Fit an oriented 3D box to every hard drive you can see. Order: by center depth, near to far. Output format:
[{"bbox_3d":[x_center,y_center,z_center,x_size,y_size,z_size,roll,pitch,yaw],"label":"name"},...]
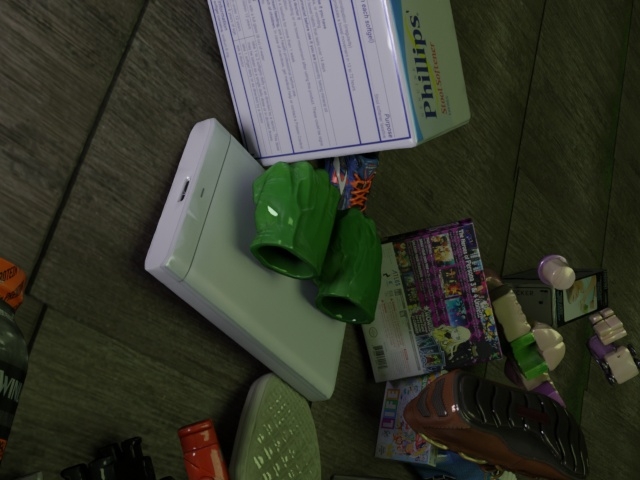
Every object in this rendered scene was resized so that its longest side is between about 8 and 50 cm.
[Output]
[{"bbox_3d":[-0.075,0.035,1.173,0.353,0.047,0.233,46,43,-40],"label":"hard drive"}]

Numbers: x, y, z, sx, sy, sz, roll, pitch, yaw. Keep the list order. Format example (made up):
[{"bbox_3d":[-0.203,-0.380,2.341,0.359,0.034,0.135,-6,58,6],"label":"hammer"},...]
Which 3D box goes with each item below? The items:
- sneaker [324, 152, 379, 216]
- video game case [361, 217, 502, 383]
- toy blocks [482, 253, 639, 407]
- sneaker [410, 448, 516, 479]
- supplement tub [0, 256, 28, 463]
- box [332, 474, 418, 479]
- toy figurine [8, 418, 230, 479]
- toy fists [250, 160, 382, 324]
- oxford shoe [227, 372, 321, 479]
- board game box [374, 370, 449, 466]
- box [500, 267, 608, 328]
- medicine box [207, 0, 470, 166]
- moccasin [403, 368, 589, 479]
[{"bbox_3d":[0.047,-0.101,1.332,0.083,0.087,0.221,-10,95,-51],"label":"sneaker"},{"bbox_3d":[0.162,0.098,1.374,0.042,0.210,0.232,-69,144,-73],"label":"video game case"},{"bbox_3d":[0.345,0.152,1.568,0.289,0.309,0.260,61,2,-18],"label":"toy blocks"},{"bbox_3d":[0.245,0.433,1.510,0.330,0.129,0.147,42,53,-42],"label":"sneaker"},{"bbox_3d":[-0.363,0.168,0.694,0.207,0.207,0.338,30,65,-47],"label":"supplement tub"},{"bbox_3d":[0.112,0.451,1.295,0.119,0.181,0.182,20,72,-49],"label":"box"},{"bbox_3d":[-0.200,0.286,0.886,0.209,0.213,0.148,-9,80,-53],"label":"toy figurine"},{"bbox_3d":[0.000,0.000,1.174,0.279,0.096,0.142,42,54,-45],"label":"toy fists"},{"bbox_3d":[-0.089,0.378,1.102,0.169,0.130,0.449,37,45,-40],"label":"oxford shoe"},{"bbox_3d":[0.149,0.285,1.418,0.026,0.103,0.154,31,63,-46],"label":"board game box"},{"bbox_3d":[0.458,0.114,1.777,0.290,0.169,0.087,-7,95,-53],"label":"box"},{"bbox_3d":[0.020,-0.250,1.145,0.149,0.289,0.264,-27,108,-49],"label":"medicine box"},{"bbox_3d":[0.292,0.317,1.391,0.380,0.147,0.139,20,53,-36],"label":"moccasin"}]
